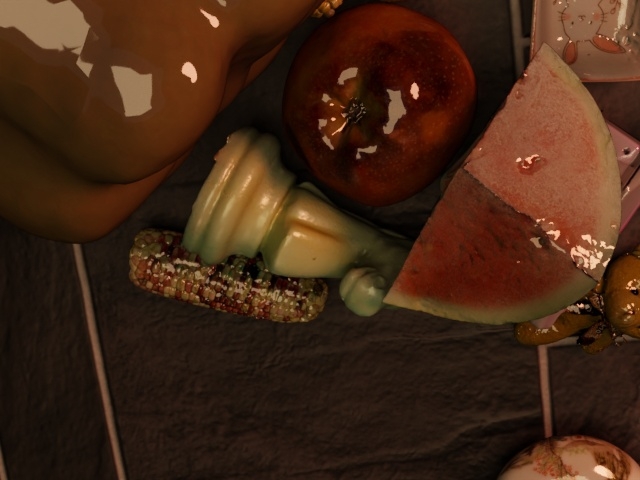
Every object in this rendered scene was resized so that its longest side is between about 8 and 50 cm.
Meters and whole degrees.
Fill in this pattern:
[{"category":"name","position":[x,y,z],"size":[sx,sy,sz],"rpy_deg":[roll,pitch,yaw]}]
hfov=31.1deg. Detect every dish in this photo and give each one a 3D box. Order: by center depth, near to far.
[{"category":"dish","position":[0.306,-0.296,1.268],"size":[0.154,0.064,0.234],"rpy_deg":[0,108,-1]}]

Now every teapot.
[{"category":"teapot","position":[0.303,0.346,1.432],"size":[0.298,0.139,0.204],"rpy_deg":[-8,108,10]}]

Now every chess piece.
[{"category":"chess piece","position":[0.000,0.000,1.350],"size":[0.298,0.176,0.176],"rpy_deg":[27,109,-1]}]

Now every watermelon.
[{"category":"watermelon","position":[0.187,-0.032,1.213],"size":[0.176,0.256,0.260],"rpy_deg":[4,143,-24]}]

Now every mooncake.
[{"category":"mooncake","position":[-0.179,-0.215,1.118],"size":[0.262,0.467,0.467],"rpy_deg":[39,108,-7]}]

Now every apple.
[{"category":"apple","position":[0.063,-0.153,1.276],"size":[0.229,0.230,0.230],"rpy_deg":[2,107,7]}]

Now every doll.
[{"category":"doll","position":[0.327,0.084,1.374],"size":[0.209,0.097,0.137],"rpy_deg":[-17,109,18]}]

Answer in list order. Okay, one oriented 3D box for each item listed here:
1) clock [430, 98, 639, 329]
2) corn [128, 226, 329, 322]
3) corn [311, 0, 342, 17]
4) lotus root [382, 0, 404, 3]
[{"category":"clock","position":[0.248,-0.042,1.321],"size":[0.186,0.083,0.253],"rpy_deg":[39,110,22]},{"category":"corn","position":[-0.115,0.047,1.430],"size":[0.253,0.086,0.086],"rpy_deg":[14,108,1]},{"category":"corn","position":[-0.050,-0.355,1.299],"size":[0.080,0.080,0.238],"rpy_deg":[-33,99,16]},{"category":"lotus root","position":[0.147,-0.352,1.259],"size":[0.258,0.110,0.097],"rpy_deg":[-36,139,17]}]
